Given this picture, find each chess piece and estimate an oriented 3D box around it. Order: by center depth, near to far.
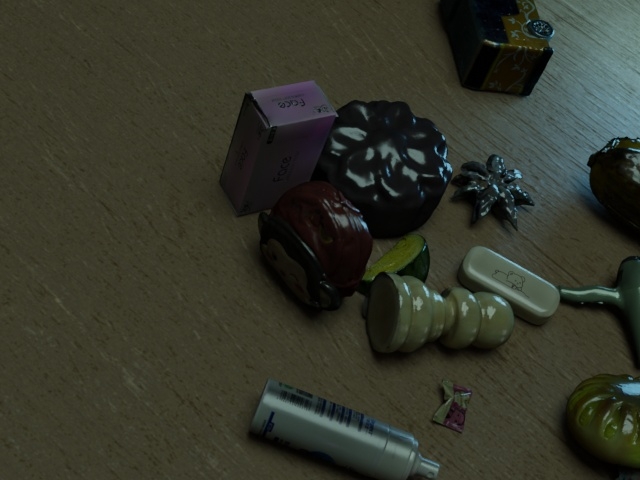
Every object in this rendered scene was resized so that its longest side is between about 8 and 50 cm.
[{"bbox_3d":[0.220,0.131,1.799,0.260,0.143,0.143,4,52,-21],"label":"chess piece"}]

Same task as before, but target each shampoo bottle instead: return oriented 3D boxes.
[{"bbox_3d":[0.042,0.313,1.615,0.303,0.092,0.092,22,49,-3],"label":"shampoo bottle"}]

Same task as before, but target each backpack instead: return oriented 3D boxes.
[{"bbox_3d":[-0.002,0.001,1.763,0.139,0.229,0.229,-27,65,-37],"label":"backpack"}]

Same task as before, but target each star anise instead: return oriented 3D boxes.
[{"bbox_3d":[0.352,-0.103,2.067,0.180,0.061,0.204,39,51,13],"label":"star anise"}]

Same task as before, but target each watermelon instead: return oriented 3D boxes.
[{"bbox_3d":[0.154,0.060,1.891,0.092,0.075,0.181,0,30,42],"label":"watermelon"}]

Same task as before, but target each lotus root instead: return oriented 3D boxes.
[{"bbox_3d":[0.736,-0.083,2.104,0.397,0.179,0.196,34,52,11],"label":"lotus root"}]

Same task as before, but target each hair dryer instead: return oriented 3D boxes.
[{"bbox_3d":[0.563,0.150,1.943,0.224,0.088,0.219,-16,62,-13],"label":"hair dryer"}]

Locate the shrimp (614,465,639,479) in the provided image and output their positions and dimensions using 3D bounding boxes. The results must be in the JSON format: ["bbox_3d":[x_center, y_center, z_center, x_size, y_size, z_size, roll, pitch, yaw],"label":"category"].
[{"bbox_3d":[0.552,0.404,1.740,0.316,0.062,0.164,-12,46,-28],"label":"shrimp"}]

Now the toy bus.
[{"bbox_3d":[0.395,-0.500,2.335,0.194,0.162,0.323,1,55,-15],"label":"toy bus"}]

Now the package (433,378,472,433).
[{"bbox_3d":[0.226,0.281,1.743,0.059,0.029,0.083,24,59,-9],"label":"package"}]

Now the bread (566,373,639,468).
[{"bbox_3d":[0.531,0.299,1.758,0.213,0.105,0.213,2,30,-1],"label":"bread"}]

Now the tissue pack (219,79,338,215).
[{"bbox_3d":[-0.079,-0.165,1.846,0.148,0.246,0.092,-16,60,-29],"label":"tissue pack"}]

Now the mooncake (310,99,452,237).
[{"bbox_3d":[0.114,-0.148,1.974,0.283,0.141,0.283,8,52,-10],"label":"mooncake"}]

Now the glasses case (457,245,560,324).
[{"bbox_3d":[0.354,0.084,1.923,0.196,0.050,0.083,28,60,5],"label":"glasses case"}]
